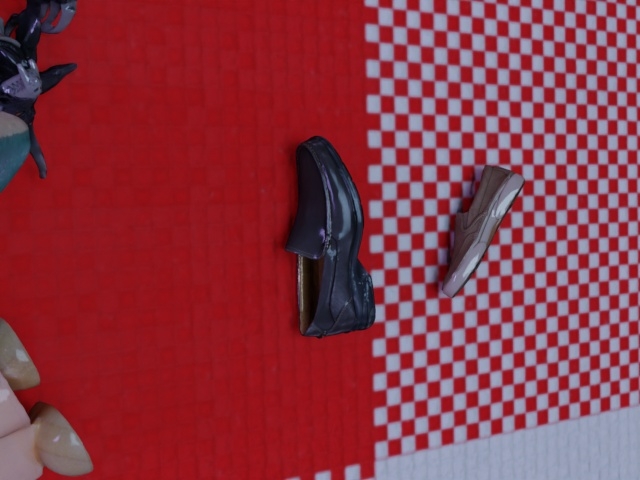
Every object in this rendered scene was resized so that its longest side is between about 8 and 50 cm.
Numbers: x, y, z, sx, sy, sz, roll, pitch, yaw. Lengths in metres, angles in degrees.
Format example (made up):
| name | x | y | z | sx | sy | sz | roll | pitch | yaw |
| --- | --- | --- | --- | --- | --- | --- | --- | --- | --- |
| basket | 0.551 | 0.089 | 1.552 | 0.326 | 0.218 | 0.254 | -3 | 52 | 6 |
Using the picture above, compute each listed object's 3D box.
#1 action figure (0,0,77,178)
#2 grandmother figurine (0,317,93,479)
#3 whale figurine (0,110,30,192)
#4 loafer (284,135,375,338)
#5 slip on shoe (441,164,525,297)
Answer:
| name | x | y | z | sx | sy | sz | roll | pitch | yaw |
| --- | --- | --- | --- | --- | --- | --- | --- | --- | --- |
| action figure | -0.230 | -0.160 | 0.569 | 0.164 | 0.141 | 0.275 | -36 | 108 | -38 |
| grandmother figurine | -0.322 | 0.172 | 0.544 | 0.342 | 0.104 | 0.207 | -33 | 87 | -29 |
| whale figurine | -0.282 | 0.010 | 0.484 | 0.272 | 0.216 | 0.141 | -17 | 99 | 1 |
| loafer | 0.000 | 0.000 | 0.764 | 0.061 | 0.062 | 0.170 | -16 | 99 | -26 |
| slip on shoe | 0.143 | -0.010 | 0.865 | 0.041 | 0.051 | 0.135 | 29 | 83 | 11 |
